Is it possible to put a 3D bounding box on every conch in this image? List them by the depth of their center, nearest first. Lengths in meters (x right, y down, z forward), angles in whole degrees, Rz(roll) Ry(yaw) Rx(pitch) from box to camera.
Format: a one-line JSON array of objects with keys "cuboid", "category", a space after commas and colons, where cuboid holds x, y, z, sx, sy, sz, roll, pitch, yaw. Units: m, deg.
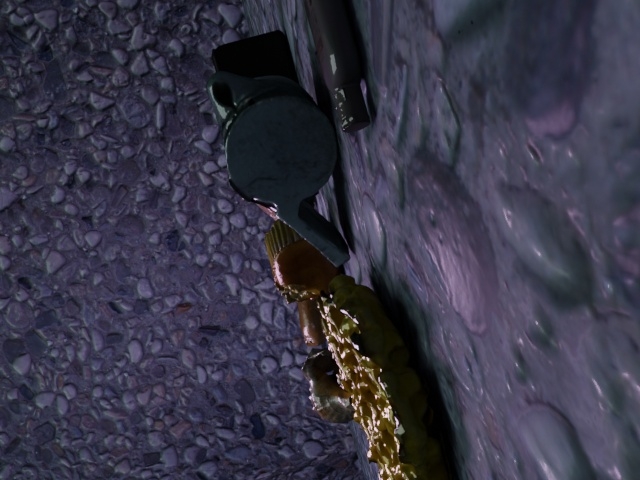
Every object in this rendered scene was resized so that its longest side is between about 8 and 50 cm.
[{"cuboid": [0.052, 0.311, 1.042, 0.245, 0.178, 0.163, -33, 27, 58], "category": "conch"}]

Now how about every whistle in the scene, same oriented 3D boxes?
[{"cuboid": [-0.065, -0.116, 0.861, 0.168, 0.188, 0.405, -112, 8, -58], "category": "whistle"}]

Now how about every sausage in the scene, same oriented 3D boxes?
[{"cuboid": [-0.036, 0.101, 1.552, 0.123, 0.136, 0.501, 49, -157, -56], "category": "sausage"}]

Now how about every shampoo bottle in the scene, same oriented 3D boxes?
[{"cuboid": [0.018, -0.199, 0.503, 0.080, 0.040, 0.165, 129, 126, -83], "category": "shampoo bottle"}]

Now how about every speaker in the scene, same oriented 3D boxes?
[{"cuboid": [-0.123, -0.286, 1.171, 0.184, 0.180, 0.388, -84, -21, -88], "category": "speaker"}]

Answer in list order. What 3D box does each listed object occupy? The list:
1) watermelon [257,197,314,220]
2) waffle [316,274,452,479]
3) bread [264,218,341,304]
[{"cuboid": [-0.119, -0.129, 1.507, 0.231, 0.146, 0.128, -12, 51, 61], "category": "watermelon"}, {"cuboid": [0.093, 0.244, 0.703, 0.382, 0.095, 0.380, -130, 25, -74], "category": "waffle"}, {"cuboid": [-0.039, 0.053, 1.184, 0.250, 0.179, 0.133, 80, 169, -46], "category": "bread"}]
